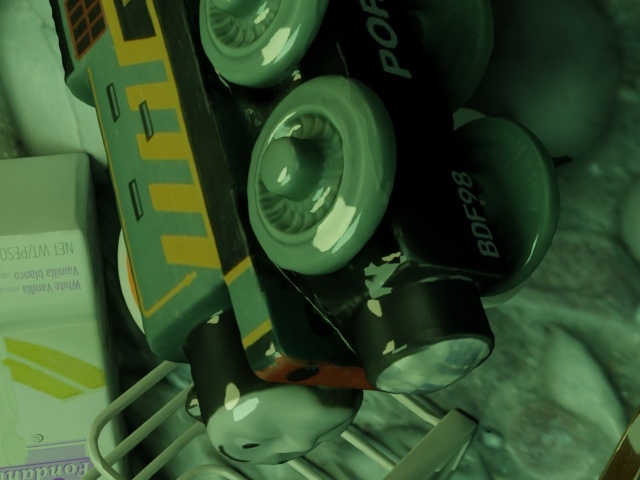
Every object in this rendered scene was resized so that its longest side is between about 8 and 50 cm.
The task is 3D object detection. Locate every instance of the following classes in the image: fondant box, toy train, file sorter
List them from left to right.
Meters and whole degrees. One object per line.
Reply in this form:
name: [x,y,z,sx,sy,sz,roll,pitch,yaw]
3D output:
fondant box: [-0.264,0.106,0.985,0.238,0.096,0.330,-5,129,-5]
file sorter: [-0.055,0.203,0.912,0.173,0.193,0.277,36,138,17]
toy train: [-0.024,-0.066,0.631,0.190,0.142,0.334,-40,57,38]

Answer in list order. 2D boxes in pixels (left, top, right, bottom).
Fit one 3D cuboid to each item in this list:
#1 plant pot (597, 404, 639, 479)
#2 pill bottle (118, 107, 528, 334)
plant pot: [0.215,0.157,0.679,0.165,0.167,0.167,28,136,10]
pill bottle: [0.000,0.000,0.757,0.221,0.121,0.121,-13,112,45]
